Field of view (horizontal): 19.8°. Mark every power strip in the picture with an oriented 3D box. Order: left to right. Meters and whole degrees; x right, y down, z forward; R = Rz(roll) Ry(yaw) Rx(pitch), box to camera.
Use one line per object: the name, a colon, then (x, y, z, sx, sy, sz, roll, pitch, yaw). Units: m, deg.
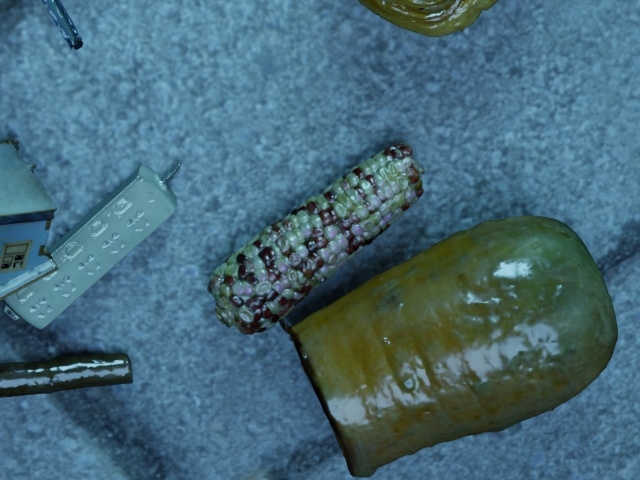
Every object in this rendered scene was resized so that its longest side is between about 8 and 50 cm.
power strip: (-0.241, 0.003, 1.965, 0.252, 0.027, 0.060, -41, 117, 6)

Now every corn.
corn: (0.000, 0.000, 1.993, 0.280, 0.092, 0.092, -36, 118, 0)

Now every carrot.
carrot: (0.147, 0.111, 2.008, 0.340, 0.224, 0.224, -23, 118, 0)

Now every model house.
model house: (-0.417, 0.019, 1.845, 0.271, 0.178, 0.206, -10, 134, -35)

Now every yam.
yam: (-0.367, 0.161, 1.995, 0.327, 0.045, 0.045, -7, 138, -12)

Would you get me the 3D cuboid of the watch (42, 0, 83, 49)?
watch: (-0.371, -0.303, 1.717, 0.276, 0.068, 0.274, -7, 92, -17)

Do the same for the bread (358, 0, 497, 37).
bread: (0.124, -0.328, 1.859, 0.198, 0.120, 0.236, 29, 105, -23)
